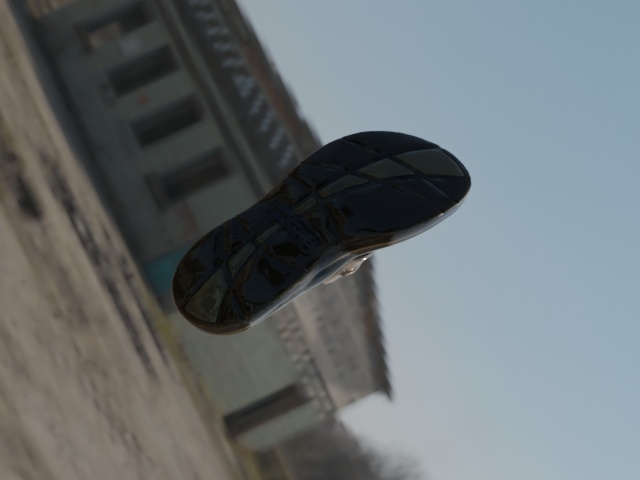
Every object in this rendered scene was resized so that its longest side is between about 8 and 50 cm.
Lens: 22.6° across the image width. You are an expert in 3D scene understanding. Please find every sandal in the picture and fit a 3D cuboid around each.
[{"bbox_3d":[0.000,0.000,1.057,0.090,0.219,0.060,46,-22,22],"label":"sandal"}]
